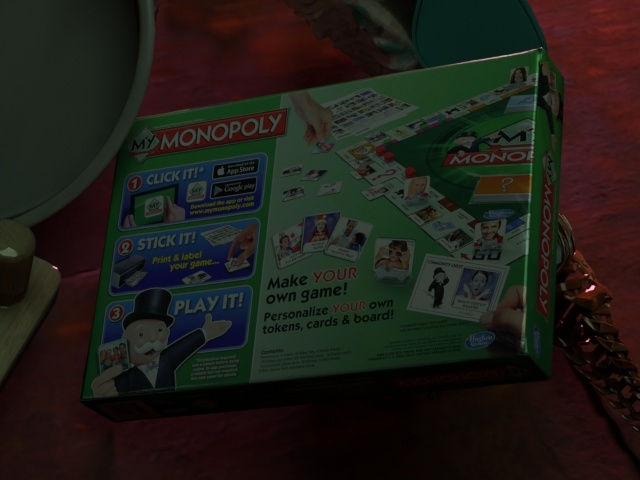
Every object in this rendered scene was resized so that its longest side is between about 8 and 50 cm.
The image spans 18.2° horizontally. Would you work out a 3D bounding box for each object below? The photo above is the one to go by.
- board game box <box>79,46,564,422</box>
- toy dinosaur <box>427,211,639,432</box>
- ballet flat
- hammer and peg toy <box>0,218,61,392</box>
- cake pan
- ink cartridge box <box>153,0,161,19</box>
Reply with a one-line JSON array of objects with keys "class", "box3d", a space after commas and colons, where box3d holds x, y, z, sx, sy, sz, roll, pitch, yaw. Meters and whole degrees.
[{"class": "board game box", "box3d": [0.000, 0.000, 1.301, 0.317, 0.046, 0.214, -7, 61, 27]}, {"class": "toy dinosaur", "box3d": [0.118, 0.009, 1.431, 0.322, 0.164, 0.218, 24, 27, 32]}, {"class": "ballet flat", "box3d": [0.029, -0.205, 1.496, 0.409, 0.147, 0.147, 34, 29, -49]}, {"class": "hammer and peg toy", "box3d": [-0.349, 0.091, 1.218, 0.266, 0.127, 0.361, 24, 48, 4]}, {"class": "cake pan", "box3d": [-0.253, -0.138, 1.389, 0.293, 0.054, 0.293, -1, 86, 8]}, {"class": "ink cartridge box", "box3d": [-0.190, -0.240, 1.491, 0.154, 0.212, 0.093, 36, 49, 14]}]
